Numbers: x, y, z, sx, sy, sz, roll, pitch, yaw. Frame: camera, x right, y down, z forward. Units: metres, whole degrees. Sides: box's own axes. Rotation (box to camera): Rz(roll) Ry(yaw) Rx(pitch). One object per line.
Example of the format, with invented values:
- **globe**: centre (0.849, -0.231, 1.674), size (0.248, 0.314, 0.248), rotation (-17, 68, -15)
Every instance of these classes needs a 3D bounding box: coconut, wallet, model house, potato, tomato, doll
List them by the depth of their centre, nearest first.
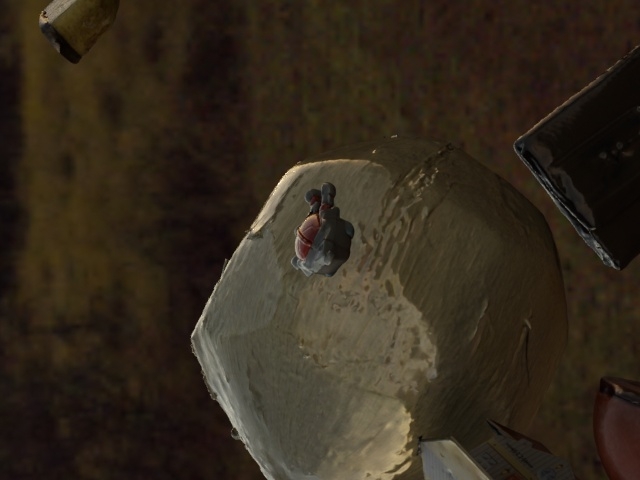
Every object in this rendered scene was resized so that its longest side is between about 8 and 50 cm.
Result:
- **doll**: centre (0.001, 0.001, 0.988), size (0.039, 0.057, 0.114), rotation (48, -175, -18)
- **tomato**: centre (0.314, 0.182, 1.143), size (0.228, 0.199, 0.112), rotation (20, 97, 49)
- **model house**: centre (0.200, 0.242, 1.271), size (0.219, 0.136, 0.207), rotation (39, 147, 43)
- **coconut**: centre (0.054, 0.094, 1.472), size (0.360, 0.346, 0.346), rotation (-58, 0, -23)
- **wallet**: centre (0.349, -0.103, 1.645), size (0.182, 0.229, 0.049), rotation (51, 167, 1)
- **potato**: centre (-0.263, -0.262, 1.715), size (0.066, 0.103, 0.096), rotation (47, -169, -26)
